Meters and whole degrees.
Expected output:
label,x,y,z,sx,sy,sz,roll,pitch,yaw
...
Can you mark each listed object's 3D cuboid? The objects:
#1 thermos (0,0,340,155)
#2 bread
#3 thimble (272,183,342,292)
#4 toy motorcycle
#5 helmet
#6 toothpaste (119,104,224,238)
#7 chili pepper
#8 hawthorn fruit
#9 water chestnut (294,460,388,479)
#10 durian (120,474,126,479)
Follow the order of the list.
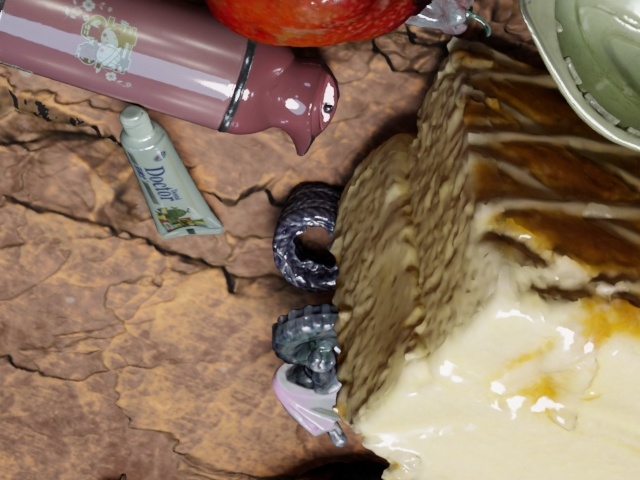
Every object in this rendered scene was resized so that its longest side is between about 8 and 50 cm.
label,x,y,z,sx,sy,sz,roll,pitch,yaw
thermos,-0.138,-0.184,1.589,0.330,0.136,0.109,17,163,-9
bread,0.229,0.051,1.566,0.390,0.371,0.279,18,127,-15
thimble,-0.002,-0.001,1.745,0.095,0.066,0.104,-32,118,25
toy motorcycle,0.087,0.140,1.816,0.327,0.143,0.188,9,140,-23
helmet,0.277,-0.187,1.529,0.257,0.137,0.204,44,84,-9
toothpaste,-0.151,-0.061,1.675,0.067,0.037,0.255,-8,153,6
chili pepper,0.085,-0.221,1.574,0.153,0.041,0.050,17,110,10
hawthorn fruit,-0.022,-0.257,1.481,0.251,0.189,0.189,1,132,29
water chestnut,0.015,0.390,1.941,0.289,0.289,0.244,35,143,-22
durian,-0.242,0.321,2.023,0.080,0.091,0.080,12,168,3
